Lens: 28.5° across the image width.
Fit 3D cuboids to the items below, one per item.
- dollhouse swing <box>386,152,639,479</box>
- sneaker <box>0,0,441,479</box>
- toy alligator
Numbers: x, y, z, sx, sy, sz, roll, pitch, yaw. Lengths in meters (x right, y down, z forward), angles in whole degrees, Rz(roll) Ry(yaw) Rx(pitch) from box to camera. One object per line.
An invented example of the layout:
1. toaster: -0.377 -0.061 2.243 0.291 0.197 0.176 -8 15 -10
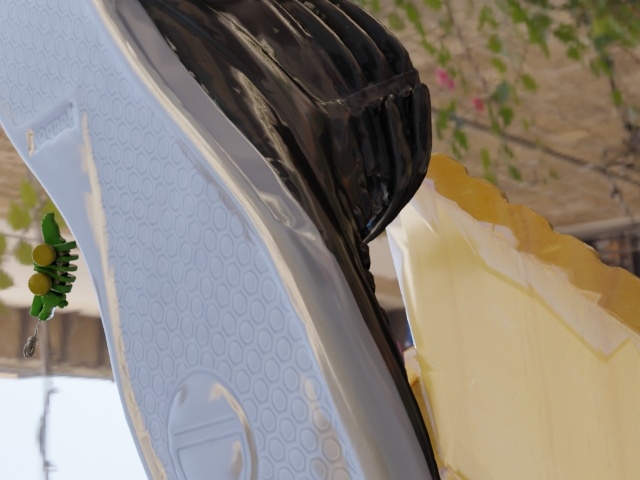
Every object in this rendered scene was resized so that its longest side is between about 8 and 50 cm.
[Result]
1. dollhouse swing: 0.233 0.092 0.766 0.315 0.347 0.305 -16 -57 -25
2. sneaker: 0.000 -0.001 0.421 0.147 0.104 0.296 -1 -132 -40
3. toy alligator: -0.333 0.060 1.574 0.056 0.051 0.190 -33 -47 -78
